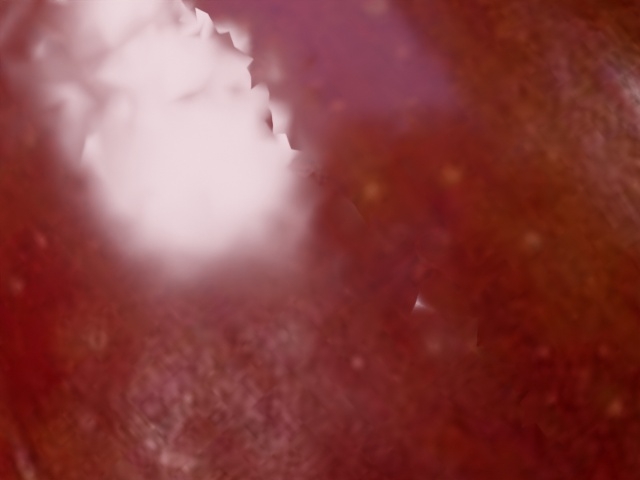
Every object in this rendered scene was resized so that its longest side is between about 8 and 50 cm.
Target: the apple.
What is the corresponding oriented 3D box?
[{"bbox_3d":[0.000,0.000,0.467,0.288,0.288,0.317,-35,86,-24],"label":"apple"}]
